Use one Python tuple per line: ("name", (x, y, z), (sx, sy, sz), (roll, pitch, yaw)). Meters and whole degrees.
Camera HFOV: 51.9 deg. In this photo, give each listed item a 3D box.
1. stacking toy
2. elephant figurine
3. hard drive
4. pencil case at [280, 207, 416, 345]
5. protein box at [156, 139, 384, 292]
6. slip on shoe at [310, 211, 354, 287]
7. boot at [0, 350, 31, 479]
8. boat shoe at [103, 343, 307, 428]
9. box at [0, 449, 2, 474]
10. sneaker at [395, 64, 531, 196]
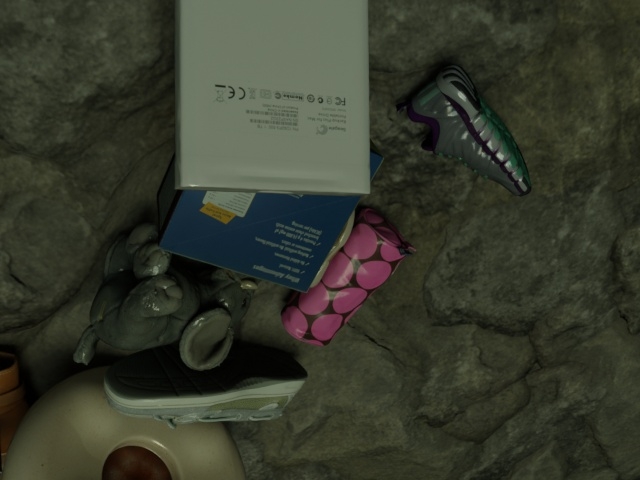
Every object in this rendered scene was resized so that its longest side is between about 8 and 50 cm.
("stacking toy", (-0.367, 0.441, 0.986), (0.350, 0.351, 0.480), (28, 126, -28))
("elephant figurine", (-0.166, 0.086, 0.878), (0.186, 0.169, 0.239), (-22, 148, 34))
("hard drive", (-0.045, -0.202, 0.668), (0.203, 0.040, 0.308), (0, 87, -25))
("pencil case", (0.037, 0.059, 0.944), (0.098, 0.095, 0.209), (27, 114, -35))
("protein box", (-0.070, -0.076, 0.798), (0.199, 0.136, 0.201), (19, 115, -24))
("slip on shoe", (0.000, 0.000, 0.905), (0.041, 0.051, 0.135), (25, 101, -36))
("boot", (-0.546, 0.254, 0.897), (0.283, 0.109, 0.220), (1, 123, -18))
("boat shoe", (-0.157, 0.217, 0.930), (0.320, 0.118, 0.103), (6, 112, -48))
("box", (-0.514, 0.308, 0.834), (0.156, 0.093, 0.158), (22, 109, -35))
("sneaker", (0.197, -0.131, 0.885), (0.098, 0.083, 0.224), (-28, 123, 29))
